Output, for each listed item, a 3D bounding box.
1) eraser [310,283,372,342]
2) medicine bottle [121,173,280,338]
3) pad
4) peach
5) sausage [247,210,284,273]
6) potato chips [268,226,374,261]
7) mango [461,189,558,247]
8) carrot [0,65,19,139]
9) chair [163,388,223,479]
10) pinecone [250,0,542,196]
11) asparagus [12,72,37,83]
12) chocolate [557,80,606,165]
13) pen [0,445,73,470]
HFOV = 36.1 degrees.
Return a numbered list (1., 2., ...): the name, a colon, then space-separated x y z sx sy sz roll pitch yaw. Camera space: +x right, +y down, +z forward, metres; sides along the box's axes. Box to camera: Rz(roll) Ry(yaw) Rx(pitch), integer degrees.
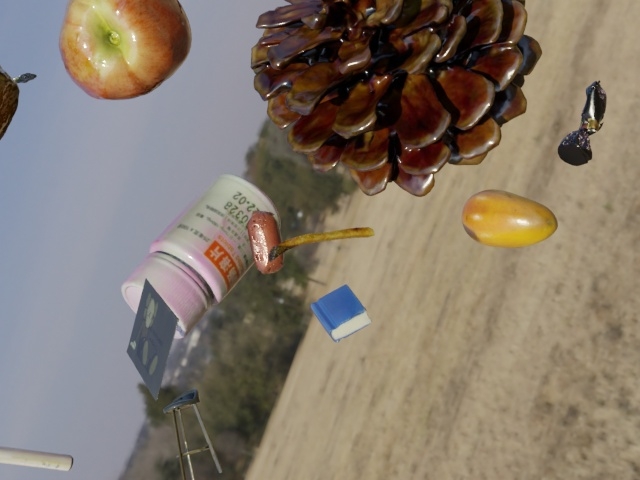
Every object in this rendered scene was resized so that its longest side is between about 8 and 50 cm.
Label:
1. eraser: 0.029 0.104 1.411 0.027 0.063 0.084 65 173 -31
2. medicine bottle: -0.287 0.035 2.383 0.388 0.219 0.219 -51 -9 -30
3. pad: -0.253 0.144 1.466 0.190 0.004 0.127 34 111 61
4. peach: -0.348 -0.367 1.751 0.256 0.232 0.232 -86 16 -76
5. sausage: -0.116 0.003 2.095 0.076 0.076 0.141 -83 -19 -82
6. potato chips: 0.000 0.000 1.825 0.026 0.204 0.037 -179 76 -76
7. mango: 0.363 -0.041 1.885 0.219 0.145 0.112 6 83 58
8. carrot: -0.645 -0.233 1.670 0.241 0.340 0.241 -40 -16 -14
9. chair: -0.319 0.469 2.363 0.095 0.104 0.221 11 -120 -56
10. pinecone: 0.081 -0.260 1.338 0.398 0.398 0.397 -160 90 -88
11. asparagus: -0.689 -0.311 2.080 0.023 0.233 0.022 66 -156 -9
12. chocolate: 0.468 -0.202 1.713 0.147 0.070 0.072 -58 -23 -16
13. pen: -0.554 0.370 1.701 0.033 0.269 0.033 -24 57 45
